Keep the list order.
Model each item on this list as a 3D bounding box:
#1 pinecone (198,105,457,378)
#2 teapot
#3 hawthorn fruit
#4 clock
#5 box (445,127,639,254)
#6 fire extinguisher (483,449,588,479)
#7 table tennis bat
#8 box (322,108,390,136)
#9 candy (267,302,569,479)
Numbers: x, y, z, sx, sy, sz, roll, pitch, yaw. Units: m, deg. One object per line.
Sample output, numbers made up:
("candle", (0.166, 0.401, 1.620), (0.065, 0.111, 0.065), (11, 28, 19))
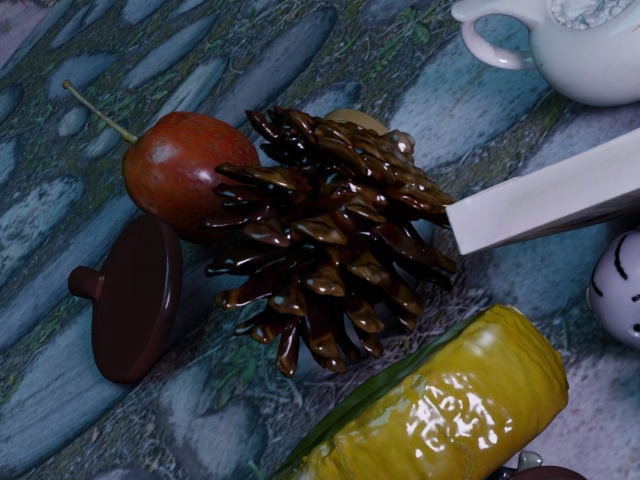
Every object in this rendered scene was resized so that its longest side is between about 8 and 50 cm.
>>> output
("pinecone", (0.006, 0.005, 1.449), (0.264, 0.264, 0.264), (-32, 29, 20))
("teapot", (0.275, -0.226, 1.489), (0.300, 0.166, 0.208), (-14, 61, 27))
("hawthorn fruit", (-0.202, -0.114, 1.855), (0.165, 0.285, 0.165), (-55, -1, -1))
("clock", (0.279, 0.014, 1.193), (0.176, 0.117, 0.080), (-27, 31, 31))
("box", (0.274, -0.061, 1.212), (0.265, 0.048, 0.273), (-23, -6, 34))
("fire extinguisher", (0.169, 0.245, 1.044), (0.344, 0.102, 0.138), (-130, 56, -63))
("table tennis bat", (-0.238, 0.064, 1.827), (0.310, 0.038, 0.200), (10, 85, 63))
("box", (0.036, -0.095, 1.690), (0.105, 0.105, 0.037), (-12, 33, 46))
("candy", (0.075, 0.154, 1.185), (0.260, 0.118, 0.260), (-39, -3, -2))
